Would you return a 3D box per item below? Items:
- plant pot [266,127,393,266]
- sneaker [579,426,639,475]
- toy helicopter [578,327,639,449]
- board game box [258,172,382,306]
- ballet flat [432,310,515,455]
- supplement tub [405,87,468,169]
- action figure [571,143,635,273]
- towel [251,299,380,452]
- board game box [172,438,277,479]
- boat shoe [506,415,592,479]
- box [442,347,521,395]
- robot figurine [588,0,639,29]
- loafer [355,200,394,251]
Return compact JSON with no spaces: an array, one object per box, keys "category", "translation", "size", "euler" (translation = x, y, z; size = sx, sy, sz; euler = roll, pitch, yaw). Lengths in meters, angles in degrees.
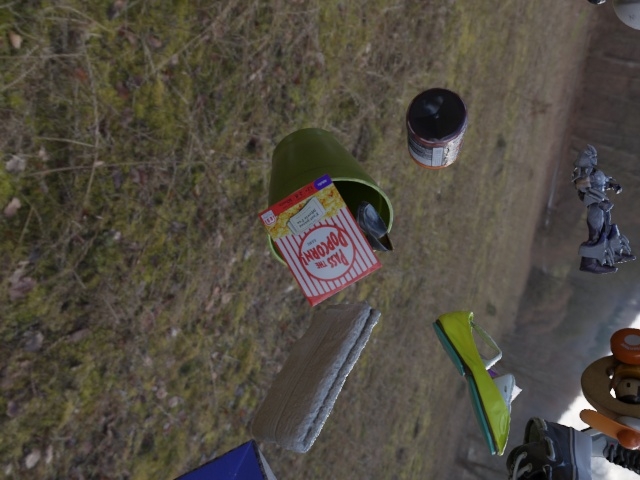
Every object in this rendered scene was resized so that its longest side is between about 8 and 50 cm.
[{"category":"plant pot","translation":[-0.006,-0.151,1.732],"size":[0.366,0.367,0.353],"euler":[82,-6,-45]},{"category":"sneaker","translation":[0.793,0.556,1.416],"size":[0.178,0.296,0.123],"euler":[-83,156,-51]},{"category":"toy helicopter","translation":[0.653,0.326,1.050],"size":[0.235,0.355,0.140],"euler":[-31,122,-24]},{"category":"board game box","translation":[0.000,0.000,1.023],"size":[0.147,0.193,0.045],"euler":[-31,176,2]},{"category":"ballet flat","translation":[0.242,0.198,0.844],"size":[0.077,0.077,0.231],"euler":[71,0,-48]},{"category":"supplement tub","translation":[0.210,-0.193,1.038],"size":[0.198,0.106,0.106],"euler":[43,63,-76]},{"category":"action figure","translation":[0.617,-0.077,1.260],"size":[0.185,0.099,0.285],"euler":[-28,107,-43]},{"category":"towel","translation":[-0.012,0.229,1.000],"size":[0.187,0.049,0.282],"euler":[-20,-145,60]},{"category":"board game box","translation":[-0.086,0.493,0.846],"size":[0.141,0.232,0.291],"euler":[-25,125,-8]},{"category":"boat shoe","translation":[0.295,0.317,0.749],"size":[0.301,0.102,0.108],"euler":[-23,134,-62]},{"category":"box","translation":[0.504,0.401,1.757],"size":[0.057,0.201,0.293],"euler":[-50,148,5]},{"category":"robot figurine","translation":[0.504,-0.449,0.825],"size":[0.173,0.209,0.278],"euler":[-42,121,-35]},{"category":"loafer","translation":[0.134,-0.032,1.354],"size":[0.062,0.061,0.170],"euler":[-56,142,-17]}]
